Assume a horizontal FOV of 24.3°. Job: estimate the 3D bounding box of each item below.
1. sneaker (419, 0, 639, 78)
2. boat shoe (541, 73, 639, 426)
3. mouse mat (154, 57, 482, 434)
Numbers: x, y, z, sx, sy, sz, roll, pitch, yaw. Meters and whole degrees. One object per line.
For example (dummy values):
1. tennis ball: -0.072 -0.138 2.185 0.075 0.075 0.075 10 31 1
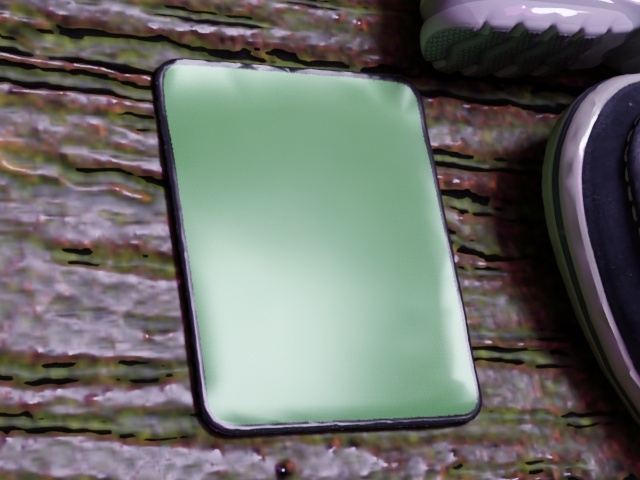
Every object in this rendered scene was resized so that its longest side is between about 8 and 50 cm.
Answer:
1. sneaker: 0.183 -0.153 0.822 0.281 0.105 0.115 0 77 -29
2. boat shoe: 0.306 0.108 0.755 0.187 0.156 0.500 -35 86 -34
3. mouse mat: 0.000 0.000 0.720 0.153 0.007 0.189 1 67 -29
